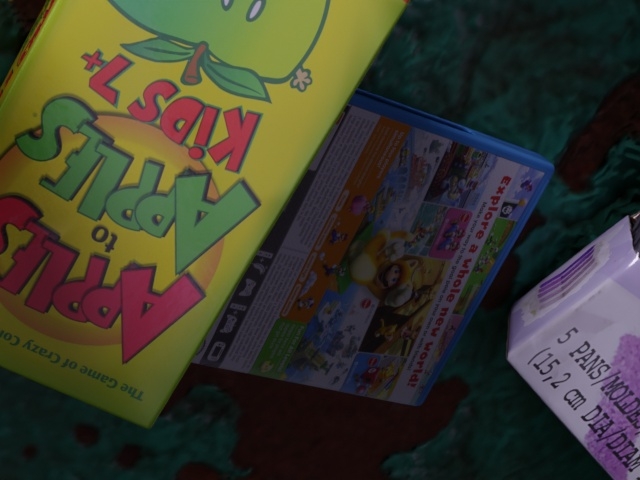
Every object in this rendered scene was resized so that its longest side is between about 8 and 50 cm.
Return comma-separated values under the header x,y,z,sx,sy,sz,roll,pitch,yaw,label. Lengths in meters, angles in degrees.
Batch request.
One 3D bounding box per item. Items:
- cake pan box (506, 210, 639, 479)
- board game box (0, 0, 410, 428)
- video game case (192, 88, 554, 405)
x,y,z,sx,sy,sz,roll,pitch,yaw,label
0.242,0.052,0.529,0.246,0.070,0.267,-39,97,17,cake pan box
-0.051,-0.039,0.420,0.092,0.043,0.181,27,105,-20,board game box
0.000,0.000,0.507,0.166,0.015,0.119,15,110,-35,video game case
